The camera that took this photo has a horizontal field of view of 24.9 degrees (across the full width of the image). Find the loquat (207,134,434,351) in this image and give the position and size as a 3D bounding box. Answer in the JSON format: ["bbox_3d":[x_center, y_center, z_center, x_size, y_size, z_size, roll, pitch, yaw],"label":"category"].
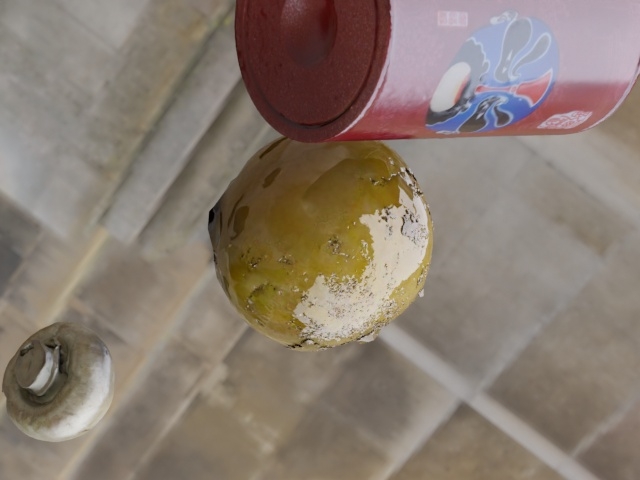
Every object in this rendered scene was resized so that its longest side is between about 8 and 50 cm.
[{"bbox_3d":[0.000,0.000,1.485,0.235,0.235,0.235,-53,180,0],"label":"loquat"}]

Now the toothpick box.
[{"bbox_3d":[0.114,-0.191,1.308,0.333,0.204,0.204,-6,146,-41],"label":"toothpick box"}]

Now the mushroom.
[{"bbox_3d":[-0.355,0.188,1.947,0.166,0.127,0.166,-21,-125,33],"label":"mushroom"}]
